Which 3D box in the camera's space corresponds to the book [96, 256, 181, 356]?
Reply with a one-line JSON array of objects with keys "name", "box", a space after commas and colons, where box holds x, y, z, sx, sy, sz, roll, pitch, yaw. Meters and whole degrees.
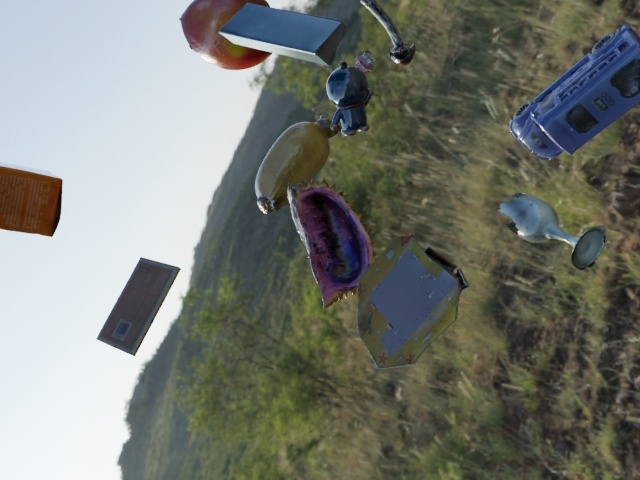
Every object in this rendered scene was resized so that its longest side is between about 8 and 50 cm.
[{"name": "book", "box": [-0.461, 0.161, 1.600, 0.170, 0.018, 0.241, 11, 68, 40]}]

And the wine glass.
[{"name": "wine glass", "box": [0.685, -0.039, 1.897, 0.321, 0.144, 0.143, 38, 117, 51]}]

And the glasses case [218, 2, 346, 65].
[{"name": "glasses case", "box": [-0.076, -0.419, 1.296, 0.105, 0.266, 0.056, -52, -35, -20]}]

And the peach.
[{"name": "peach", "box": [-0.225, -0.512, 1.545, 0.196, 0.226, 0.189, -117, 22, -71]}]

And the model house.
[{"name": "model house", "box": [0.180, 0.126, 1.168, 0.219, 0.136, 0.207, -55, 49, 16]}]

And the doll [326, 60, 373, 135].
[{"name": "doll", "box": [0.060, -0.297, 1.318, 0.085, 0.114, 0.151, 33, 143, 57]}]

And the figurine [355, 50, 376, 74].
[{"name": "figurine", "box": [0.101, -0.480, 1.793, 0.054, 0.072, 0.129, -29, -14, -42]}]

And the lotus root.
[{"name": "lotus root", "box": [-0.072, -0.206, 1.654, 0.303, 0.131, 0.146, -52, -14, -5]}]

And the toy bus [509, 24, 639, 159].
[{"name": "toy bus", "box": [0.518, -0.269, 1.247, 0.292, 0.125, 0.133, -42, 15, 32]}]

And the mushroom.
[{"name": "mushroom", "box": [0.162, -0.500, 1.503, 0.060, 0.187, 0.061, -27, 10, 40]}]

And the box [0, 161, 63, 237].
[{"name": "box", "box": [-0.766, -0.111, 1.409, 0.225, 0.342, 0.143, 19, 97, 60]}]

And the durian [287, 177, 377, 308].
[{"name": "durian", "box": [0.009, -0.002, 1.331, 0.186, 0.154, 0.260, -11, 91, 64]}]
